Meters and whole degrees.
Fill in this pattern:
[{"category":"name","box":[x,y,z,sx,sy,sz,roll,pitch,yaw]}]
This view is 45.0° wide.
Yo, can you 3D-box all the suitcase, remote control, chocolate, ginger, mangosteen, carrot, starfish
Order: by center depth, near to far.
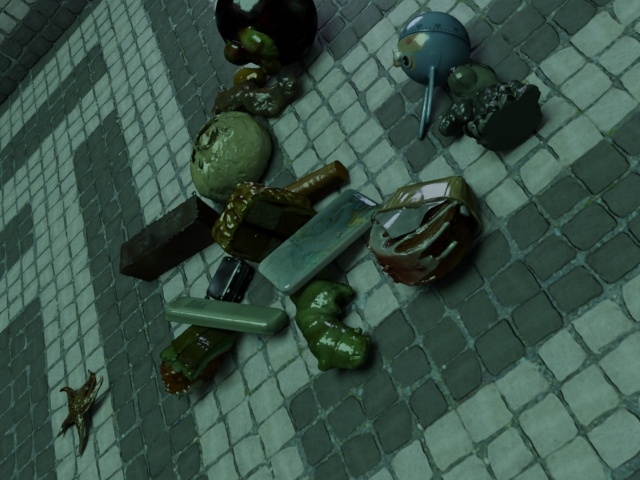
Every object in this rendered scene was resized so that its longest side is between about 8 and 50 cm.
[{"category":"ginger","box":[0.015,0.157,1.609,0.137,0.089,0.290,-20,43,1]},{"category":"remote control","box":[-0.222,0.169,1.777,0.309,0.038,0.090,4,24,26]},{"category":"carrot","box":[-0.037,-0.116,1.835,0.225,0.067,0.067,-27,50,28]},{"category":"suitcase","box":[-0.221,0.103,1.882,0.086,0.059,0.126,14,75,46]},{"category":"mangosteen","box":[-0.147,-0.578,2.058,0.288,0.288,0.288,-22,52,33]},{"category":"chocolate","box":[-0.398,0.002,2.071,0.321,0.112,0.112,-31,47,28]},{"category":"starfish","box":[-0.646,0.455,2.071,0.213,0.057,0.238,-38,44,30]},{"category":"ginger","box":[-0.175,-0.392,2.110,0.290,0.084,0.122,-2,55,34]}]

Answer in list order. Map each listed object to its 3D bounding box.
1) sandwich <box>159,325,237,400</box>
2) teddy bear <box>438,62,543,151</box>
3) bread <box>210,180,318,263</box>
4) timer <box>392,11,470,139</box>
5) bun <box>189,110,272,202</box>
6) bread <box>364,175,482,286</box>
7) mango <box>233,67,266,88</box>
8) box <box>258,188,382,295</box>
[{"category":"sandwich","box":[-0.278,0.277,1.798,0.109,0.160,0.185,28,43,29]},{"category":"teddy bear","box":[0.310,-0.271,1.546,0.171,0.144,0.251,-57,40,11]},{"category":"bread","box":[-0.122,-0.037,1.745,0.096,0.222,0.181,41,109,50]},{"category":"timer","box":[0.220,-0.373,1.671,0.175,0.175,0.255,22,78,48]},{"category":"bun","box":[-0.256,-0.230,2.047,0.259,0.152,0.259,-23,50,30]},{"category":"bread","box":[0.202,-0.015,1.506,0.224,0.142,0.212,-10,45,40]},{"category":"mango","box":[-0.197,-0.456,2.192,0.114,0.060,0.080,-11,64,32]},{"category":"box","box":[0.000,0.000,1.688,0.285,0.044,0.142,-41,35,-10]}]
